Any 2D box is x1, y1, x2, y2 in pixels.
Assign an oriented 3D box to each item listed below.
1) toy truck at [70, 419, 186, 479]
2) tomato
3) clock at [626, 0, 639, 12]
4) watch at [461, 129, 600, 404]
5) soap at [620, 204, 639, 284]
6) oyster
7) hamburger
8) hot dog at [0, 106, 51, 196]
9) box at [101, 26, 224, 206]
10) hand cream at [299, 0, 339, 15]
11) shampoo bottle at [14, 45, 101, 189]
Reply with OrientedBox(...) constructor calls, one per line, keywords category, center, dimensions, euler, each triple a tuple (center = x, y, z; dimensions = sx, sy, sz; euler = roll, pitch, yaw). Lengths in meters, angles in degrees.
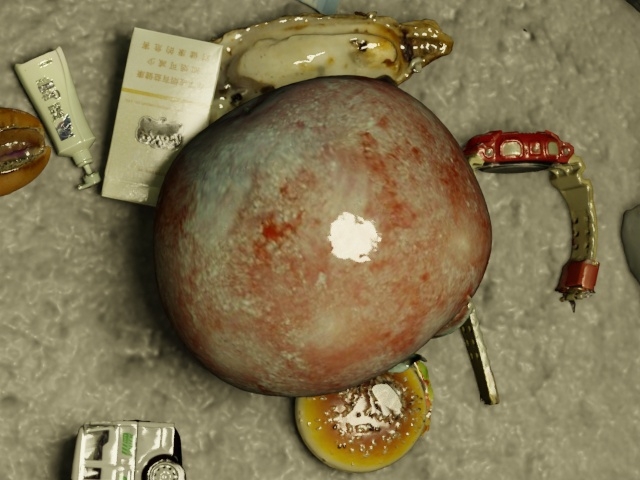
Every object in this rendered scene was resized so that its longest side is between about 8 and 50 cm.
OrientedBox(category="toy truck", center=(-0.187, 0.284, 1.675), dimensions=(0.125, 0.101, 0.242), euler=(4, 79, -3))
OrientedBox(category="tomato", center=(0.000, 0.000, 1.678), dimensions=(0.316, 0.316, 0.282), euler=(-37, 107, -21))
OrientedBox(category="clock", center=(0.428, -0.356, 1.972), dimensions=(0.312, 0.061, 0.313), euler=(4, 76, -16))
OrientedBox(category="watch", center=(0.205, 0.020, 1.862), dimensions=(0.165, 0.102, 0.268), euler=(-11, 89, -20))
OrientedBox(category="soap", center=(0.562, 0.066, 1.854), dimensions=(0.435, 0.213, 0.350), euler=(-3, 66, -16))
OrientedBox(category="oyster", center=(-0.032, -0.158, 1.835), dimensions=(0.345, 0.078, 0.129), euler=(-16, 83, -12))
OrientedBox(category="hamburger", center=(0.043, 0.159, 1.778), dimensions=(0.141, 0.081, 0.126), euler=(-20, 84, -18))
OrientedBox(category="hot dog", center=(-0.325, -0.083, 1.738), dimensions=(0.140, 0.060, 0.090), euler=(-8, 75, -14))
OrientedBox(category="box", center=(-0.152, -0.116, 1.773), dimensions=(0.090, 0.024, 0.167), euler=(11, 89, -7))
OrientedBox(category="hand cream", center=(-0.094, -0.316, 1.866), dimensions=(0.271, 0.058, 0.091), euler=(21, 76, -16))
OrientedBox(category="shampoo bottle", center=(-0.246, -0.116, 1.783), dimensions=(0.049, 0.034, 0.141), euler=(-24, 86, -25))
